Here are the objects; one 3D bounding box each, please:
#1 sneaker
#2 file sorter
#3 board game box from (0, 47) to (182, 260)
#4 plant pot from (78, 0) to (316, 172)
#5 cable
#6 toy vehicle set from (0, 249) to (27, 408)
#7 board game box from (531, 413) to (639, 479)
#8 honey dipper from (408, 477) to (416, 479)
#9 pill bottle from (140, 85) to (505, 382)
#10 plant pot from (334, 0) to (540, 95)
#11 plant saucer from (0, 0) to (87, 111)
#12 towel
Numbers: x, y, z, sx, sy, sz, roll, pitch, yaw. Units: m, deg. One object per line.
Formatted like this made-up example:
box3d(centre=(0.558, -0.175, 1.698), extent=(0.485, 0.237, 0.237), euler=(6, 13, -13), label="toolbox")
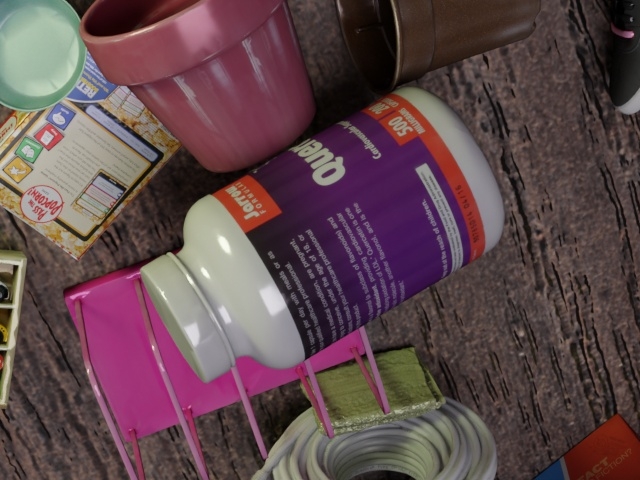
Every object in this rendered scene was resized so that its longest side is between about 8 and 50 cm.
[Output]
box3d(centre=(0.312, -0.283, 1.552), extent=(0.147, 0.104, 0.295), euler=(10, 107, -17), label="sneaker")
box3d(centre=(-0.094, 0.125, 1.595), extent=(0.291, 0.182, 0.202), euler=(-20, 119, -4), label="file sorter")
box3d(centre=(-0.241, -0.095, 1.525), extent=(0.147, 0.045, 0.193), euler=(39, 101, -28), label="board game box")
box3d(centre=(-0.099, -0.173, 1.434), extent=(0.201, 0.201, 0.180), euler=(-30, 118, 1), label="plant pot")
box3d(centre=(0.066, 0.264, 1.663), extent=(0.257, 0.257, 0.089), euler=(6, 124, 21), label="cable")
box3d(centre=(-0.445, 0.084, 1.538), extent=(0.267, 0.035, 0.166), euler=(4, 102, -20), label="toy vehicle set")
box3d(centre=(0.331, 0.374, 1.755), extent=(0.242, 0.316, 0.064), euler=(-40, 118, 6), label="board game box")
box3d(centre=(0.063, 0.351, 1.839), extent=(0.161, 0.030, 0.030), euler=(-43, 118, 12), label="honey dipper")
box3d(centre=(0.000, 0.000, 1.420), extent=(0.323, 0.181, 0.181), euler=(-30, 120, -13), label="pill bottle")
box3d(centre=(0.117, -0.244, 1.491), extent=(0.165, 0.167, 0.167), euler=(-16, 119, -16), label="plant pot")
box3d(centre=(-0.278, -0.184, 1.458), extent=(0.119, 0.021, 0.119), euler=(1, 92, 13), label="plant saucer")
box3d(centre=(0.058, 0.171, 1.701), extent=(0.148, 0.110, 0.027), euler=(-13, 125, -9), label="towel")
